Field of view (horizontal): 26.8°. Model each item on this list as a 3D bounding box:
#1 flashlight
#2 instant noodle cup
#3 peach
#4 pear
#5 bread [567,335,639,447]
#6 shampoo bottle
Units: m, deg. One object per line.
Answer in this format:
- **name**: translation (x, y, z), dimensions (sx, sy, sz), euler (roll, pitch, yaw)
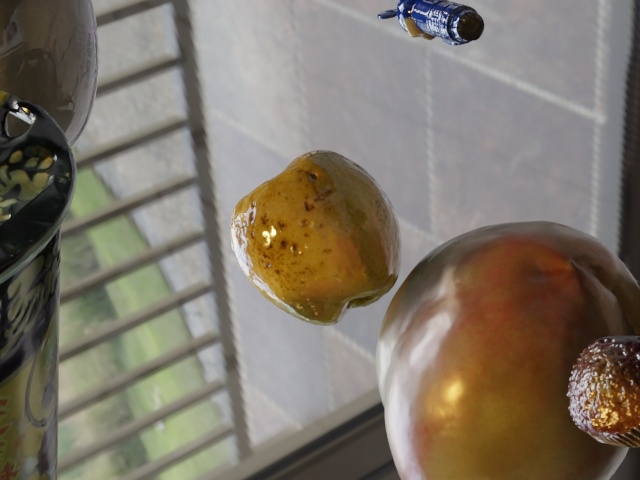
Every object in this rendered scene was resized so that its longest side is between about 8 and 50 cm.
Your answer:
- **flashlight**: translation (0.086, -0.159, 0.974), dimensions (0.121, 0.057, 0.035), euler (-138, 33, -65)
- **instant noodle cup**: translation (-0.218, 0.064, 0.663), dimensions (0.215, 0.215, 0.236), euler (37, 139, 39)
- **peach**: translation (0.171, 0.116, 1.236), dimensions (0.247, 0.292, 0.292), euler (13, 133, 9)
- **pear**: translation (0.000, 0.000, 1.355), dimensions (0.178, 0.178, 0.178), euler (38, 141, 39)
- **bread**: translation (0.215, 0.105, 0.962), dimensions (0.053, 0.085, 0.085), euler (38, 168, -36)
- **shampoo bottle**: translation (-0.391, -0.226, 1.547), dimensions (0.273, 0.273, 0.266), euler (6, 90, 57)
